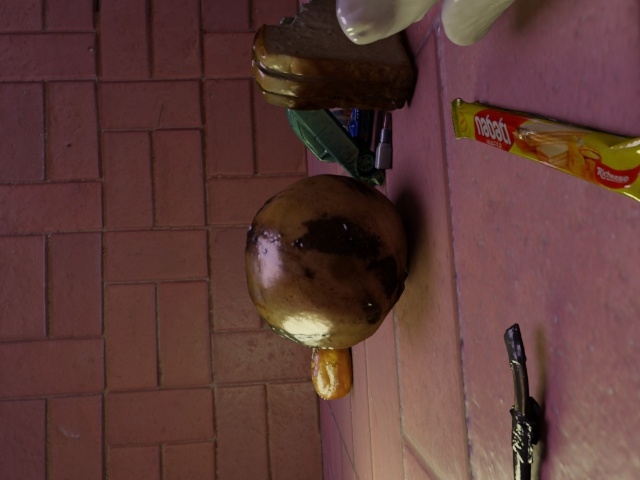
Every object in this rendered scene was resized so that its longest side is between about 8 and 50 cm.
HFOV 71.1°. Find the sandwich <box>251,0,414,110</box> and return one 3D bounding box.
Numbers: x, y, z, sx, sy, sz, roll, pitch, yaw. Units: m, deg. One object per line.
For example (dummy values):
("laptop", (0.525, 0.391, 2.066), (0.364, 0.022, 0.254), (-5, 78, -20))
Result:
("sandwich", (0.014, -0.342, 0.758), (0.099, 0.255, 0.288), (99, 169, -56))

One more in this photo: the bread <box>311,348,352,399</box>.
("bread", (0.038, 0.429, 1.483), (0.114, 0.132, 0.190), (163, 103, -82))

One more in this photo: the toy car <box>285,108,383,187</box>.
("toy car", (0.003, -0.234, 0.920), (0.321, 0.097, 0.141), (44, -165, -25))

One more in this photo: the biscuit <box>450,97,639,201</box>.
("biscuit", (0.175, -0.087, 0.376), (0.292, 0.026, 0.048), (-106, -5, -68))

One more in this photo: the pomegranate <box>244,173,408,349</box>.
("pomegranate", (0.013, 0.036, 0.789), (0.322, 0.323, 0.321), (177, 90, -84))

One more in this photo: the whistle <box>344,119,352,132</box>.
("whistle", (0.074, -0.318, 1.251), (0.035, 0.035, 0.100), (-127, 36, -80))

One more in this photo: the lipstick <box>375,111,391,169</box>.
("lipstick", (0.123, -0.191, 0.857), (0.025, 0.025, 0.107), (-117, 29, -77))

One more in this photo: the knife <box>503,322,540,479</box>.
("knife", (0.185, 0.182, 0.405), (0.045, 0.021, 0.221), (179, 84, -85))

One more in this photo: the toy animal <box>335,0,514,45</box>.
("toy animal", (0.099, -0.284, 0.297), (0.265, 0.206, 0.271), (-146, 38, -73))

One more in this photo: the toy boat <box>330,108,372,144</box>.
("toy boat", (0.061, -0.281, 1.019), (0.091, 0.110, 0.174), (-100, 11, -50))
